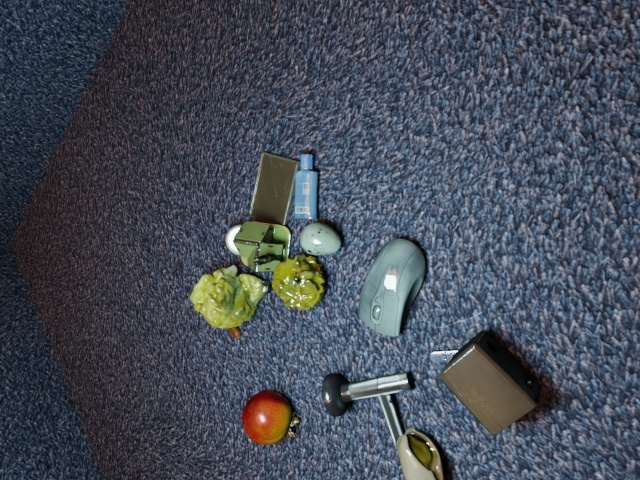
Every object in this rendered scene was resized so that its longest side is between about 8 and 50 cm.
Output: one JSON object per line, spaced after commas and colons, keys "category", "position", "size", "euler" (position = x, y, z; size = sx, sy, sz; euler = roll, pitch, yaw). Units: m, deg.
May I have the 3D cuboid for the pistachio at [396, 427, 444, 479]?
{"category": "pistachio", "position": [0.333, 0.752, 1.535], "size": [0.153, 0.138, 0.237], "euler": [-20, 85, 45]}

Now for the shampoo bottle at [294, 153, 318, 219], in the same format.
{"category": "shampoo bottle", "position": [-0.056, -0.212, 1.815], "size": [0.104, 0.061, 0.258], "euler": [4, 94, 35]}

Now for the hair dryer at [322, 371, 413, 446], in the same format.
{"category": "hair dryer", "position": [0.179, 0.616, 1.634], "size": [0.321, 0.156, 0.283], "euler": [-10, 76, 26]}

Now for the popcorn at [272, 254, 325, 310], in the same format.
{"category": "popcorn", "position": [-0.081, 0.161, 1.774], "size": [0.218, 0.169, 0.189], "euler": [43, 113, 8]}

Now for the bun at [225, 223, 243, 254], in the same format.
{"category": "bun", "position": [-0.343, -0.008, 2.006], "size": [0.138, 0.094, 0.138], "euler": [0, 103, 0]}

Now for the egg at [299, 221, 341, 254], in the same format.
{"category": "egg", "position": [0.000, 0.000, 1.744], "size": [0.164, 0.131, 0.131], "euler": [22, 104, 29]}

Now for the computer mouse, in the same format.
{"category": "computer mouse", "position": [0.235, 0.173, 1.600], "size": [0.188, 0.122, 0.370], "euler": [25, 109, 32]}

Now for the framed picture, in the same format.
{"category": "framed picture", "position": [-0.199, -0.215, 1.942], "size": [0.213, 0.016, 0.288], "euler": [21, 103, 33]}

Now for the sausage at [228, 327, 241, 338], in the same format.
{"category": "sausage", "position": [-0.405, 0.393, 2.092], "size": [0.131, 0.039, 0.041], "euler": [47, 108, 23]}

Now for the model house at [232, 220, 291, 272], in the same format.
{"category": "model house", "position": [-0.266, 0.035, 1.809], "size": [0.219, 0.279, 0.204], "euler": [8, 98, 15]}

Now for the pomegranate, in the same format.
{"category": "pomegranate", "position": [-0.203, 0.724, 1.870], "size": [0.235, 0.210, 0.210], "euler": [19, 105, 0]}

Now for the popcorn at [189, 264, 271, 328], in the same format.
{"category": "popcorn", "position": [-0.410, 0.240, 1.968], "size": [0.237, 0.293, 0.292], "euler": [13, 99, 52]}

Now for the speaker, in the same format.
{"category": "speaker", "position": [0.506, 0.419, 1.379], "size": [0.231, 0.153, 0.192], "euler": [46, 117, 17]}

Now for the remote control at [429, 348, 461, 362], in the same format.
{"category": "remote control", "position": [0.438, 0.381, 1.518], "size": [0.153, 0.027, 0.043], "euler": [-10, 80, 33]}
